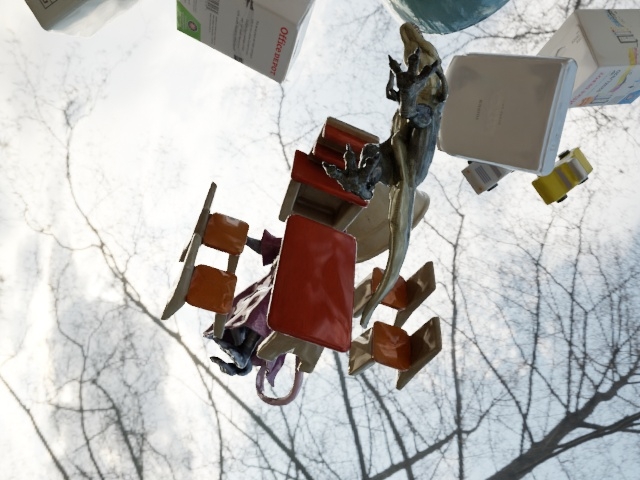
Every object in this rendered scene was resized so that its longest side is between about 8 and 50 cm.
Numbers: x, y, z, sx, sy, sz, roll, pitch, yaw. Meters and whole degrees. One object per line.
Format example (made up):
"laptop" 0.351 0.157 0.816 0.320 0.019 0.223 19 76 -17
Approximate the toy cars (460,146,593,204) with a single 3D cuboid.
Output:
"toy cars" 0.562 -0.192 1.409 0.087 0.394 0.176 144 -49 -71

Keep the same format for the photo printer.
"photo printer" 0.411 -0.305 1.260 0.307 0.107 0.256 22 -67 40

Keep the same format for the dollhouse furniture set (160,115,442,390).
"dollhouse furniture set" 0.000 0.000 0.571 0.259 0.262 0.135 -84 -160 -45

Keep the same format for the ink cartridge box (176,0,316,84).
"ink cartridge box" -0.164 -0.493 1.162 0.114 0.273 0.198 -65 -175 -24

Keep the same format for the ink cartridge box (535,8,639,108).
"ink cartridge box" 0.693 -0.443 1.319 0.171 0.233 0.168 117 -37 -66

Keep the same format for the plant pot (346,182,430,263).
"plant pot" 0.108 -0.151 1.622 0.334 0.305 0.334 -35 -162 13

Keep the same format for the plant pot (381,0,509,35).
"plant pot" 0.174 -0.492 0.807 0.290 0.195 0.290 -11 -110 35

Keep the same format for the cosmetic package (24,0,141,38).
"cosmetic package" -0.213 -0.384 0.605 0.309 0.113 0.160 -28 -79 12

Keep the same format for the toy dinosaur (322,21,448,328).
"toy dinosaur" 0.059 -0.068 0.412 0.064 0.118 0.268 10 -101 23

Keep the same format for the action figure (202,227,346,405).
"action figure" -0.031 0.068 0.911 0.248 0.275 0.370 -1 -135 50
